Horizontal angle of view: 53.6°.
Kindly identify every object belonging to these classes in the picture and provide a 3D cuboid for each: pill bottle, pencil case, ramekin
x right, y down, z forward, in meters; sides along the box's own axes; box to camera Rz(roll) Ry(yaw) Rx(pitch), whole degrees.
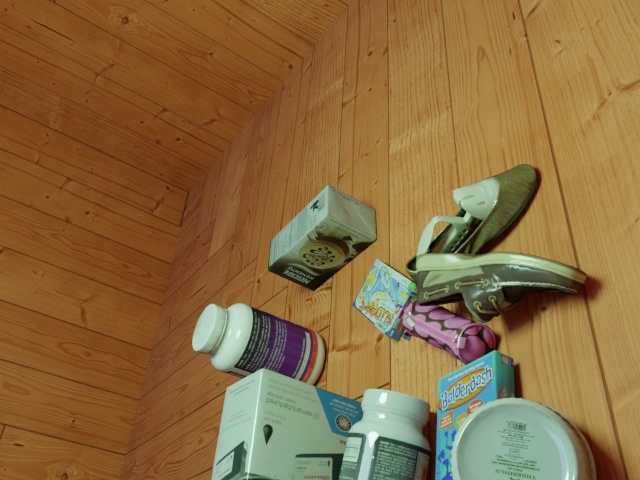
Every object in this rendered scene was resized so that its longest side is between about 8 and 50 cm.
[{"bbox_3d":[0.118,0.431,1.181,0.162,0.162,0.279,-21,49,55],"label":"pill bottle"},{"bbox_3d":[-0.160,0.276,1.650,0.181,0.322,0.182,-42,34,37],"label":"pill bottle"},{"bbox_3d":[0.243,0.178,1.242,0.209,0.098,0.095,16,81,63],"label":"pencil case"},{"bbox_3d":[0.284,0.325,0.911,0.207,0.109,0.207,-11,62,20],"label":"ramekin"}]

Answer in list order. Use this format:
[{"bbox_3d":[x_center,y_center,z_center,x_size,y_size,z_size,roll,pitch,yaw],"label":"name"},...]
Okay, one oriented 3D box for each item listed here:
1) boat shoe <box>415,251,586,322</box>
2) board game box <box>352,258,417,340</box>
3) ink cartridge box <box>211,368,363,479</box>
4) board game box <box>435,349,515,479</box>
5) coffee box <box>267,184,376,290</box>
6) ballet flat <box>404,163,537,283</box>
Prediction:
[{"bbox_3d":[0.310,0.090,1.151,0.341,0.123,0.123,1,77,47],"label":"boat shoe"},{"bbox_3d":[0.158,0.137,1.508,0.136,0.035,0.201,-63,26,4],"label":"board game box"},{"bbox_3d":[-0.068,0.509,1.315,0.166,0.285,0.395,-37,38,43],"label":"ink cartridge box"},{"bbox_3d":[0.267,0.316,1.098,0.160,0.047,0.210,-45,26,46],"label":"board game box"},{"bbox_3d":[0.000,0.000,1.777,0.297,0.168,0.119,-42,33,40],"label":"coffee box"},{"bbox_3d":[0.293,-0.034,1.305,0.342,0.124,0.116,-52,28,25],"label":"ballet flat"}]
